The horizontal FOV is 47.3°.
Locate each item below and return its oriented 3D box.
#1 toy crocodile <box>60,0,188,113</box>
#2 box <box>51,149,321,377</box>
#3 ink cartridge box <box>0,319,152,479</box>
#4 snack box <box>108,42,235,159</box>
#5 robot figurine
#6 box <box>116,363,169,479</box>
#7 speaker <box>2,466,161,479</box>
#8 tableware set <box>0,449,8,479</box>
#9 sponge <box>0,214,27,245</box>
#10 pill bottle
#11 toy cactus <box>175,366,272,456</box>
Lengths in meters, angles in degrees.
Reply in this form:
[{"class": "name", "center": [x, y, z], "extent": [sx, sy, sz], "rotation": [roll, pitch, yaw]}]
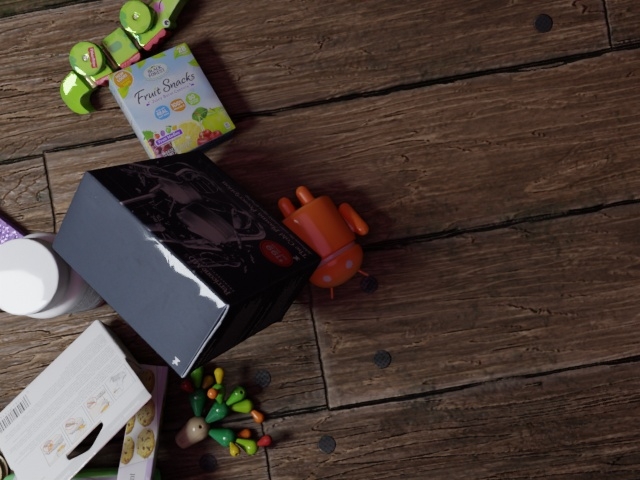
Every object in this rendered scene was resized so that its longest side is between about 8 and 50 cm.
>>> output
[{"class": "toy crocodile", "center": [-0.393, -0.392, 1.480], "extent": [0.340, 0.115, 0.105], "rotation": [-38, 98, 5]}, {"class": "box", "center": [-0.230, 0.023, 1.315], "extent": [0.343, 0.312, 0.179], "rotation": [41, 119, 13]}, {"class": "ink cartridge box", "center": [-0.470, 0.337, 1.407], "extent": [0.296, 0.066, 0.261], "rotation": [-45, 50, -7]}, {"class": "snack box", "center": [-0.298, -0.266, 1.466], "extent": [0.174, 0.070, 0.207], "rotation": [-30, 86, -19]}, {"class": "robot figurine", "center": [0.002, -0.001, 1.439], "extent": [0.158, 0.128, 0.219], "rotation": [-30, 86, -40]}, {"class": "box", "center": [-0.347, 0.401, 1.413], "extent": [0.067, 0.063, 0.324], "rotation": [6, 60, -5]}, {"class": "speaker", "center": [-0.472, 0.513, 1.448], "extent": [0.297, 0.131, 0.131], "rotation": [-1, 89, -5]}, {"class": "tableware set", "center": [-0.646, 0.493, 1.520], "extent": [0.194, 0.039, 0.128], "rotation": [7, 90, 4]}, {"class": "sponge", "center": [-0.705, -0.004, 1.536], "extent": [0.210, 0.031, 0.117], "rotation": [37, 92, 3]}, {"class": "pill bottle", "center": [-0.504, 0.065, 1.394], "extent": [0.160, 0.283, 0.160], "rotation": [0, 89, 4]}, {"class": "toy cactus", "center": [-0.217, 0.362, 1.471], "extent": [0.180, 0.112, 0.219], "rotation": [-40, 95, 12]}]
